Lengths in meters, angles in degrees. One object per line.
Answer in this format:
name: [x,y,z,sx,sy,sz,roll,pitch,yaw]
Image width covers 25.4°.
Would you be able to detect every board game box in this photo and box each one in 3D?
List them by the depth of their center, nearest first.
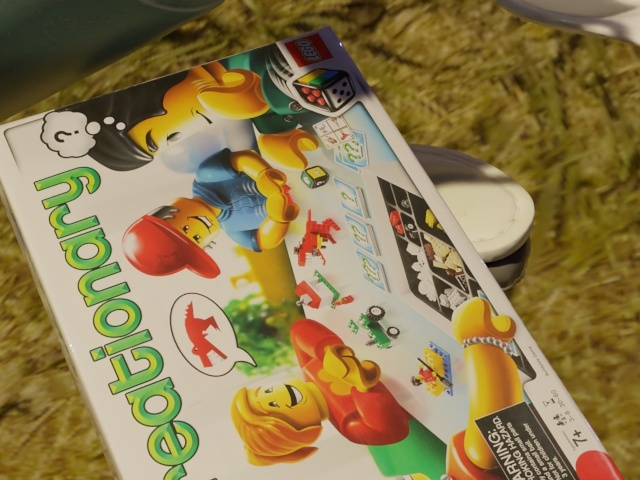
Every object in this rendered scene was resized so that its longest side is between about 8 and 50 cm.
board game box: [-0.020,0.039,0.662,0.193,0.053,0.305,-20,55,-15]

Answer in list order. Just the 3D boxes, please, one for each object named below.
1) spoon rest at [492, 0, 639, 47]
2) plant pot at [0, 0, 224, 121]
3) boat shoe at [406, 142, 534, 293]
spoon rest: [0.184,-0.131,0.790,0.137,0.084,0.276,-33,63,0]
plant pot: [-0.240,-0.195,0.798,0.341,0.334,0.341,34,47,-48]
boat shoe: [0.003,-0.002,0.883,0.109,0.305,0.091,-41,127,-40]
